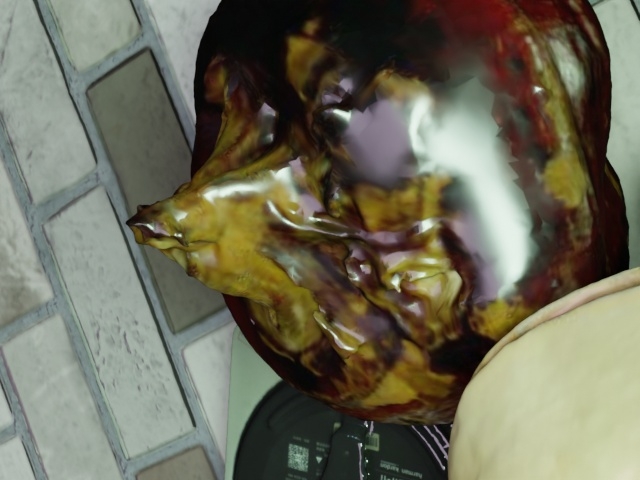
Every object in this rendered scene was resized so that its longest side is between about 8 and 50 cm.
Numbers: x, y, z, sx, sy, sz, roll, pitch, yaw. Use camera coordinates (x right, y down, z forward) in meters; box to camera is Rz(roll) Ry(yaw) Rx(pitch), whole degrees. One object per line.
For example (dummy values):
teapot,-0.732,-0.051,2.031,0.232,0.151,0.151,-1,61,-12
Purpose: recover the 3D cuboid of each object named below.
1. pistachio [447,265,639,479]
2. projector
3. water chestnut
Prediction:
pistachio,0.206,0.106,0.962,0.214,0.193,0.318,48,124,-4
projector,0.037,0.199,1.306,0.257,0.079,0.259,10,102,34
water chestnut,0.033,-0.037,1.126,0.335,0.347,0.335,13,109,42
